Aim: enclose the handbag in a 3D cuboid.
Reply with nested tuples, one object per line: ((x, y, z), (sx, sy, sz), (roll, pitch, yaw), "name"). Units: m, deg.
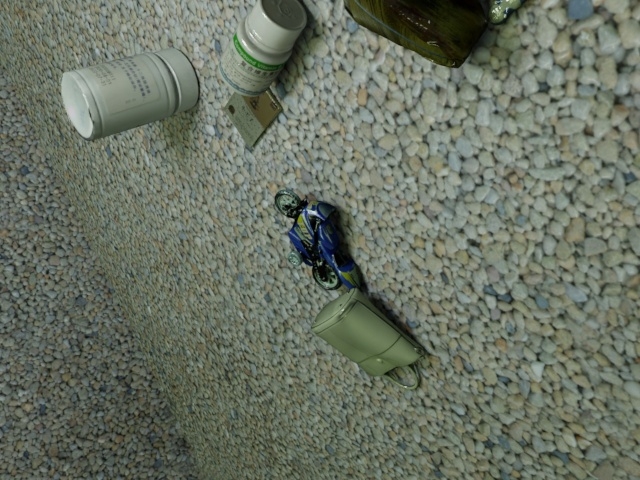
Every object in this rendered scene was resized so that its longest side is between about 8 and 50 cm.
((0.143, 0.267, 1.643), (0.315, 0.109, 0.241), (38, 145, -10), "handbag")

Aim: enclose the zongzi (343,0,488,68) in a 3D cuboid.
((0.134, -0.443, 1.049), (0.286, 0.138, 0.300), (37, 173, 26), "zongzi")

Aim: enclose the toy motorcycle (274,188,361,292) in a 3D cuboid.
((0.000, 0.000, 1.608), (0.169, 0.113, 0.315), (-12, 113, 42), "toy motorcycle")

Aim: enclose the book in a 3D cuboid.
((-0.182, -0.347, 1.661), (0.138, 0.016, 0.199), (57, 143, 4), "book")

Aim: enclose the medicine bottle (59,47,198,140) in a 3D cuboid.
((-0.526, -0.413, 1.762), (0.190, 0.332, 0.190), (33, 136, 38), "medicine bottle")

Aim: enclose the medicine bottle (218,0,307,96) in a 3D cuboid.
((-0.132, -0.447, 1.440), (0.139, 0.139, 0.237), (57, 141, 5), "medicine bottle")

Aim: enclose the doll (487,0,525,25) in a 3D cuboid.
((0.321, -0.400, 1.037), (0.125, 0.027, 0.037), (-39, 75, 53), "doll")
